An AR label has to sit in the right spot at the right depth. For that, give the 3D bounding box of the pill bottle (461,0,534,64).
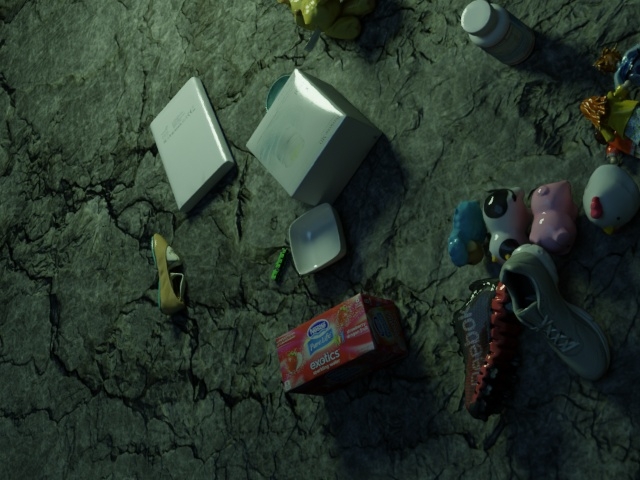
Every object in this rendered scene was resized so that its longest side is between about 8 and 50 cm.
[{"bbox_3d":[0.345,-0.408,1.714,0.087,0.160,0.087,-13,70,39],"label":"pill bottle"}]

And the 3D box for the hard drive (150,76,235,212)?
[{"bbox_3d":[-0.352,-0.262,2.382,0.210,0.040,0.318,-42,54,26],"label":"hard drive"}]

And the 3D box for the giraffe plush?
[{"bbox_3d":[-0.001,-0.557,2.069,0.210,0.181,0.170,-45,39,3],"label":"giraffe plush"}]

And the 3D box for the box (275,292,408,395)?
[{"bbox_3d":[0.040,0.224,1.846,0.257,0.123,0.128,-31,59,33],"label":"box"}]

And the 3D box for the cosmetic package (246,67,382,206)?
[{"bbox_3d":[-0.019,-0.232,2.011,0.224,0.138,0.224,-55,51,17],"label":"cosmetic package"}]

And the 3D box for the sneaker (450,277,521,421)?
[{"bbox_3d":[0.304,0.194,1.636,0.135,0.098,0.276,7,82,42],"label":"sneaker"}]

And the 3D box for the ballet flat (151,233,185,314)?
[{"bbox_3d":[-0.396,0.085,2.323,0.073,0.080,0.232,-14,70,9],"label":"ballet flat"}]

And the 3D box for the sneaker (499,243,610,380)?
[{"bbox_3d":[0.391,0.138,1.512,0.099,0.121,0.262,-41,79,40],"label":"sneaker"}]

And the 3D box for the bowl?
[{"bbox_3d":[0.000,0.000,1.989,0.142,0.053,0.142,-30,61,33],"label":"bowl"}]

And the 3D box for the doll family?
[{"bbox_3d":[0.546,-0.264,1.523,0.163,0.118,0.263,32,101,42],"label":"doll family"}]

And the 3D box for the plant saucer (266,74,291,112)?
[{"bbox_3d":[-0.086,-0.351,2.180,0.119,0.021,0.119,-12,72,40],"label":"plant saucer"}]

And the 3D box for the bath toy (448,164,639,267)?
[{"bbox_3d":[0.401,-0.032,1.589,0.348,0.129,0.151,-15,103,39],"label":"bath toy"}]

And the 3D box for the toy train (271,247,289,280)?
[{"bbox_3d":[-0.096,0.056,2.086,0.024,0.017,0.083,26,97,53],"label":"toy train"}]
